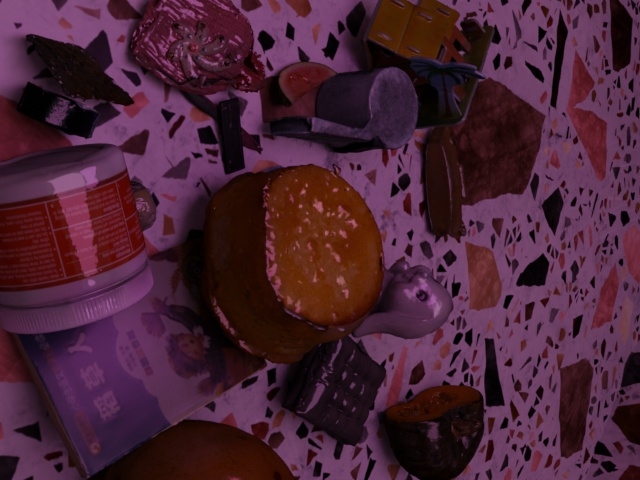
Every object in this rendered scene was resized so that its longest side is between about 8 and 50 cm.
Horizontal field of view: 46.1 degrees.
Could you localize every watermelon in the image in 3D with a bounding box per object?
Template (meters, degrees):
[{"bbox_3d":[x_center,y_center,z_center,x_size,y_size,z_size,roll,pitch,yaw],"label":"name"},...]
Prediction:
[{"bbox_3d":[-0.045,-0.339,1.668,0.163,0.087,0.069,-39,158,-35],"label":"watermelon"}]

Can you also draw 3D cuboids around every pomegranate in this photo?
[{"bbox_3d":[-0.231,0.532,1.356,0.416,0.416,0.416,-7,100,-46],"label":"pomegranate"}]

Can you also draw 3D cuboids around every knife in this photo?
[{"bbox_3d":[-0.198,-0.244,1.548,0.247,0.018,0.035,37,69,-44],"label":"knife"}]

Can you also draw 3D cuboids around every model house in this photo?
[{"bbox_3d":[0.278,-0.480,1.802,0.323,0.340,0.300,35,68,-39],"label":"model house"}]

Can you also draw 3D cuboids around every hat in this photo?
[{"bbox_3d":[-0.210,-0.379,1.456,0.286,0.107,0.237,34,80,-39],"label":"hat"}]

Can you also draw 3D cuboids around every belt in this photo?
[{"bbox_3d":[-0.431,-0.211,1.238,0.140,0.105,0.058,18,98,-52],"label":"belt"}]

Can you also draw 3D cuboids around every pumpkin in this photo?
[{"bbox_3d":[0.335,0.540,2.050,0.325,0.242,0.232,-14,96,-41],"label":"pumpkin"}]

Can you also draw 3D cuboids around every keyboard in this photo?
[{"bbox_3d":[-0.182,-0.216,1.556,0.053,0.010,0.155,-24,121,-40],"label":"keyboard"}]

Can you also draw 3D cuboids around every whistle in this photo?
[{"bbox_3d":[0.065,-0.268,1.716,0.405,0.168,0.188,-39,121,-38],"label":"whistle"}]

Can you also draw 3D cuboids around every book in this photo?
[{"bbox_3d":[-0.314,0.191,1.374,0.428,0.039,0.300,-27,90,-44],"label":"book"}]

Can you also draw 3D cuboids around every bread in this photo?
[{"bbox_3d":[-0.051,0.045,1.497,0.398,0.215,0.398,14,68,-39],"label":"bread"}]

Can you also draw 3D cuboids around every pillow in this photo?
[{"bbox_3d":[0.046,0.347,1.796,0.326,0.101,0.228,44,65,-49],"label":"pillow"}]

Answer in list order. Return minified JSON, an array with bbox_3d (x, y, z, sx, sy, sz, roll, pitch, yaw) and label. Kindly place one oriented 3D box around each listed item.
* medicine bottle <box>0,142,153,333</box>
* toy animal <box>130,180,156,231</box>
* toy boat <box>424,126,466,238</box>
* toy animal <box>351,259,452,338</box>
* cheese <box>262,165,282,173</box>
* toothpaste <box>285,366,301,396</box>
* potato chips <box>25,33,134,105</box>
[{"bbox_3d":[-0.411,-0.012,1.178,0.252,0.252,0.241,-25,112,-43],"label":"medicine bottle"},{"bbox_3d":[-0.360,-0.069,1.351,0.137,0.098,0.098,26,75,-27],"label":"toy animal"},{"bbox_3d":[0.354,-0.162,2.097,0.121,0.089,0.321,-22,109,-50],"label":"toy boat"},{"bbox_3d":[0.167,0.149,1.821,0.249,0.289,0.174,-27,117,-19],"label":"toy animal"},{"bbox_3d":[-0.103,-0.035,1.649,0.135,0.052,0.245,-26,112,-42],"label":"cheese"},{"bbox_3d":[-0.032,0.310,1.781,0.049,0.031,0.204,53,56,-38],"label":"toothpaste"},{"bbox_3d":[-0.407,-0.282,1.274,0.209,0.026,0.142,40,30,-30],"label":"potato chips"}]
